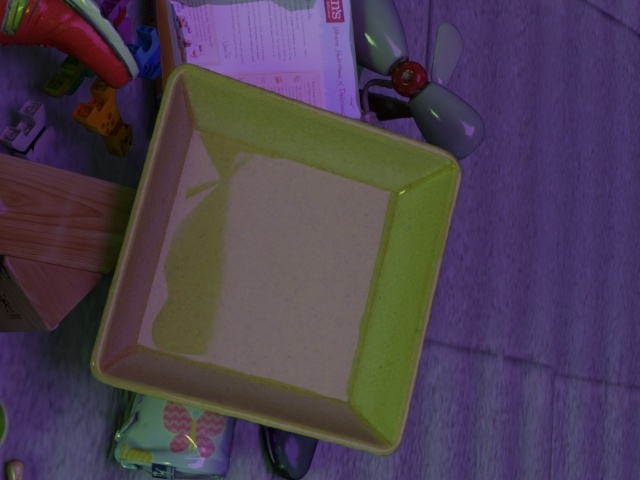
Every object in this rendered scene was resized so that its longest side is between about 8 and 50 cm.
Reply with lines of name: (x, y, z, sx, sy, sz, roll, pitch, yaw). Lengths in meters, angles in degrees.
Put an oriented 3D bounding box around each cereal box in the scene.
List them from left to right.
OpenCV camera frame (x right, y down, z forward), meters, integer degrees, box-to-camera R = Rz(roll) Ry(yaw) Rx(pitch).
cereal box: (-0.075, -0.214, 1.460, 0.240, 0.047, 0.173, -4, 90, -22)

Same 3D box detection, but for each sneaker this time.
sneaker: (-0.305, -0.221, 1.210, 0.279, 0.107, 0.118, 35, 85, -20)
sneaker: (-0.008, 0.180, 1.539, 0.083, 0.098, 0.223, 17, 73, -48)

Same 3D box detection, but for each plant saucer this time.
plant saucer: (-0.045, 0.025, 1.315, 0.333, 0.081, 0.333, 17, 78, -15)

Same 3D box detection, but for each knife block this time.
knife block: (-0.305, -0.043, 1.218, 0.275, 0.088, 0.242, -49, 123, -40)

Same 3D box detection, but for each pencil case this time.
pencil case: (-0.141, 0.127, 1.377, 0.113, 0.124, 0.273, 60, 39, -71)

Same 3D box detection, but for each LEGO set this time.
LEGO set: (-0.227, -0.146, 1.320, 0.227, 0.087, 0.093, -60, 155, -30)

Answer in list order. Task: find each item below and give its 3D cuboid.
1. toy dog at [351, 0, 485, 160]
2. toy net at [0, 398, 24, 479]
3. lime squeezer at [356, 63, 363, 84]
toy dog: (0.071, -0.240, 1.601, 0.161, 0.220, 0.333, -10, 82, -85)
toy net: (-0.314, 0.256, 1.210, 0.122, 0.045, 0.232, -50, 123, -40)
lime squeezer: (0.001, -0.122, 1.613, 0.310, 0.059, 0.110, -44, 119, -42)
